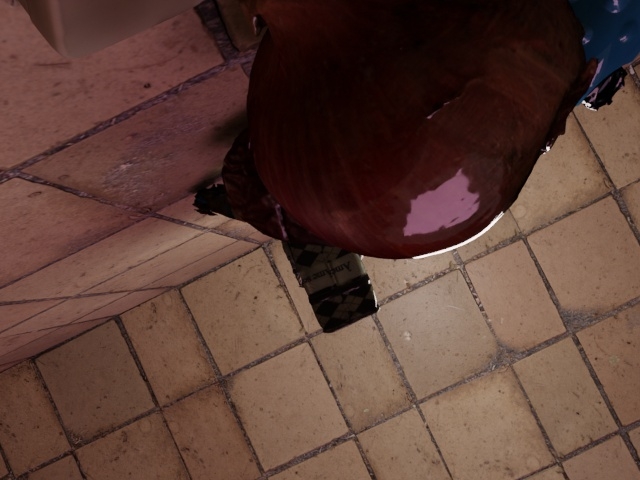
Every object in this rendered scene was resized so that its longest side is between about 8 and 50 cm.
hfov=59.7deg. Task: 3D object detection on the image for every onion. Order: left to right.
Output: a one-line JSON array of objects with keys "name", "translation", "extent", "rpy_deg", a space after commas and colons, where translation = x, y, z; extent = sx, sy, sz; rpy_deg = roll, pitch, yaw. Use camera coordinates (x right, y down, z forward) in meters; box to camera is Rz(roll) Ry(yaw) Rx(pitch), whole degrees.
[{"name": "onion", "translation": [0.087, -0.154, 0.578], "extent": [0.353, 0.354, 0.353], "rpy_deg": [-26, 176, -2]}]

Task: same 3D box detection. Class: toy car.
[{"name": "toy car", "translation": [0.402, -0.340, 0.866], "extent": [0.190, 0.188, 0.255], "rpy_deg": [2, 128, -45]}]

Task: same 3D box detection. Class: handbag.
[{"name": "handbag", "translation": [0.000, 0.000, 1.395], "extent": [0.180, 0.416, 0.317], "rpy_deg": [-22, 179, 0]}]

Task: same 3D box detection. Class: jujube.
[{"name": "jujube", "translation": [0.016, -0.094, 0.927], "extent": [0.342, 0.216, 0.216], "rpy_deg": [14, -172, 16]}]

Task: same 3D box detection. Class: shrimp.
[{"name": "shrimp", "translation": [-0.133, -0.118, 1.157], "extent": [0.290, 0.054, 0.222], "rpy_deg": [2, -135, 34]}]

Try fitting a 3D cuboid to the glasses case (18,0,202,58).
[{"name": "glasses case", "translation": [-0.094, -0.212, 0.258], "extent": [0.131, 0.070, 0.313], "rpy_deg": [-37, -179, -25]}]
